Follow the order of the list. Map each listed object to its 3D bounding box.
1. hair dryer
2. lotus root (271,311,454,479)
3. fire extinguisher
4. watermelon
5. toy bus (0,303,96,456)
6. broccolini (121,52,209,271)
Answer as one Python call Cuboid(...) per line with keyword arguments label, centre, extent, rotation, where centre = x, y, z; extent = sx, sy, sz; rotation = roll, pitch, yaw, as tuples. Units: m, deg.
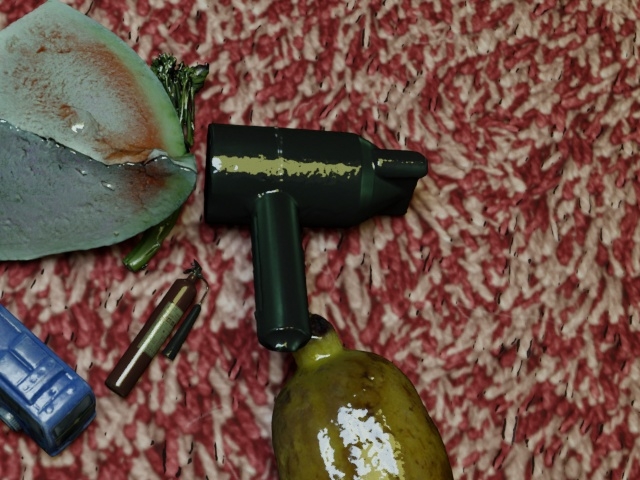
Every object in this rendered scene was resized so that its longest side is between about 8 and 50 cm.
Cuboid(label="hair dryer", centre=(0.000, 0.000, 1.059), extent=(0.244, 0.116, 0.302), rotation=(2, 48, -9))
Cuboid(label="lotus root", centre=(0.040, 0.218, 0.998), extent=(0.169, 0.141, 0.314), rotation=(-17, 71, 0))
Cuboid(label="fire extinguisher", centre=(-0.166, 0.095, 1.070), extent=(0.049, 0.035, 0.173), rotation=(30, 69, 6))
Cuboid(label="watermelon", centre=(-0.282, -0.136, 1.028), extent=(0.319, 0.213, 0.290), rotation=(-5, 74, 19))
Cuboid(label="toy bus", centre=(-0.332, 0.112, 0.998), extent=(0.236, 0.094, 0.079), rotation=(40, 67, 7))
Cuboid(label="broccolini", centre=(-0.209, -0.097, 1.133), extent=(0.123, 0.062, 0.271), rotation=(7, 70, 4))
